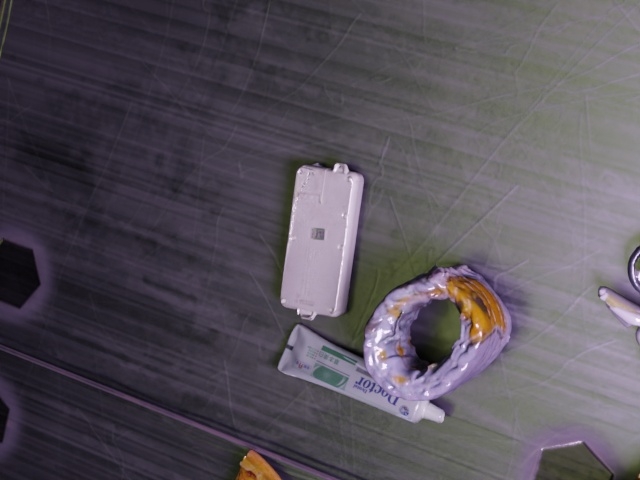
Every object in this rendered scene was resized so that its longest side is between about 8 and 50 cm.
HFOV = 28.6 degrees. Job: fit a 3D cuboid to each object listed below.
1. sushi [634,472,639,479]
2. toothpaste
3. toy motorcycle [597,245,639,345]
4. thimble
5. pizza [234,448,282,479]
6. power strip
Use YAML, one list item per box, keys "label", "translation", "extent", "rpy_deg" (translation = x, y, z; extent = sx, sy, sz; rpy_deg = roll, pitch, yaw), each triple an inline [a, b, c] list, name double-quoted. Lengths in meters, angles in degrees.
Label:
- label: "sushi"
  translation: [0.389, 0.267, 1.318]
  extent: [0.226, 0.097, 0.103]
  rpy_deg: [-21, 120, 3]
- label: "toothpaste"
  translation: [0.049, 0.167, 1.498]
  extent: [0.218, 0.041, 0.064]
  rpy_deg: [23, 91, 23]
- label: "toy motorcycle"
  translation: [0.395, 0.110, 1.328]
  extent: [0.228, 0.074, 0.151]
  rpy_deg: [39, 102, 6]
- label: "thimble"
  translation: [0.130, 0.104, 1.415]
  extent: [0.151, 0.118, 0.127]
  rpy_deg: [-41, 78, 21]
- label: "pizza"
  translation: [-0.100, 0.358, 1.574]
  extent: [0.176, 0.036, 0.185]
  rpy_deg: [-14, 88, 23]
- label: "power strip"
  translation: [0.000, 0.000, 1.508]
  extent: [0.081, 0.035, 0.192]
  rpy_deg: [10, 97, 23]
